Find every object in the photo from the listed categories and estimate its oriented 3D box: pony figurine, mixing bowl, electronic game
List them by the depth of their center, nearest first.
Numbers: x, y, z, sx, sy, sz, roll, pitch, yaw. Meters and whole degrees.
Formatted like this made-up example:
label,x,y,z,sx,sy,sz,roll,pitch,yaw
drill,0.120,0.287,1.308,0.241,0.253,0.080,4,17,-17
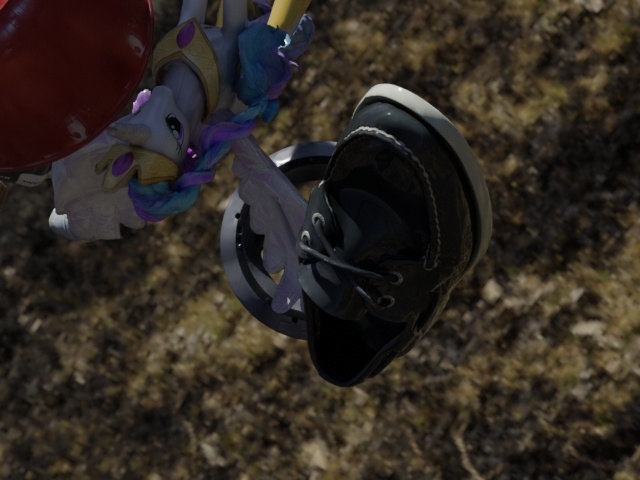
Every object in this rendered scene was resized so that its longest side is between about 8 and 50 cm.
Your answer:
label,x,y,z,sx,sy,sz,roll,pitch,yaw
mixing bowl,-0.206,-0.145,0.800,0.182,0.098,0.181,-4,71,12
pony figurine,-0.112,-0.121,1.216,0.351,0.303,0.363,83,-158,-60
electronic game,0.000,0.000,1.428,0.229,0.229,0.048,-57,-10,-4

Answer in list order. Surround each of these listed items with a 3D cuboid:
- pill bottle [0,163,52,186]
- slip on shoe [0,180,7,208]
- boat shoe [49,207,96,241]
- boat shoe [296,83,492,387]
label,x,y,z,sx,sy,sz,roll,pitch,yaw
pill bottle,-0.521,-0.162,2.075,0.130,0.246,0.130,-39,45,54
slip on shoe,-0.434,-0.016,1.589,0.051,0.041,0.135,16,87,29
boat shoe,-0.283,-0.074,1.739,0.081,0.079,0.227,8,35,39
boat shoe,0.034,0.017,0.930,0.113,0.127,0.340,-45,-12,-22
